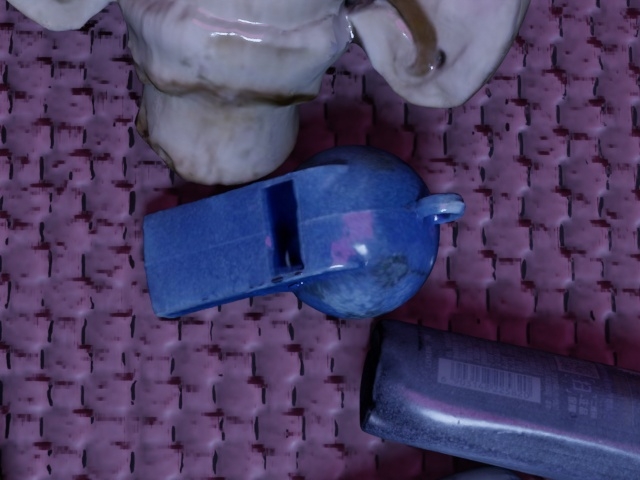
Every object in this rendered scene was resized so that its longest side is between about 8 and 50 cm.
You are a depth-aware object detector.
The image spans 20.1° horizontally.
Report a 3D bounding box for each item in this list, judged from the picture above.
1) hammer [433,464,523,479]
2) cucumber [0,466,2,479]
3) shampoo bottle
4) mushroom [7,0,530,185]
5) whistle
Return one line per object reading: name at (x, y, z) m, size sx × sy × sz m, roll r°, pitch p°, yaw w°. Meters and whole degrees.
hammer at (0.072, 0.208, 0.836) m, size 0.116 × 0.069 × 0.194 m, roll -20°, pitch 90°, yaw -9°
cucumber at (-0.184, 0.099, 0.825) m, size 0.077 × 0.077 × 0.265 m, roll -10°, pitch 82°, yaw -7°
shampoo bottle at (0.136, 0.087, 0.848) m, size 0.234 × 0.087 × 0.049 m, roll 12°, pitch 110°, yaw -4°
mushroom at (-0.023, -0.146, 0.839) m, size 0.254 × 0.189 × 0.195 m, roll 14°, pitch 123°, yaw 5°
whistle at (0.000, 0.000, 0.863) m, size 0.158 × 0.090 × 0.090 m, roll -15°, pitch 79°, yaw 32°
